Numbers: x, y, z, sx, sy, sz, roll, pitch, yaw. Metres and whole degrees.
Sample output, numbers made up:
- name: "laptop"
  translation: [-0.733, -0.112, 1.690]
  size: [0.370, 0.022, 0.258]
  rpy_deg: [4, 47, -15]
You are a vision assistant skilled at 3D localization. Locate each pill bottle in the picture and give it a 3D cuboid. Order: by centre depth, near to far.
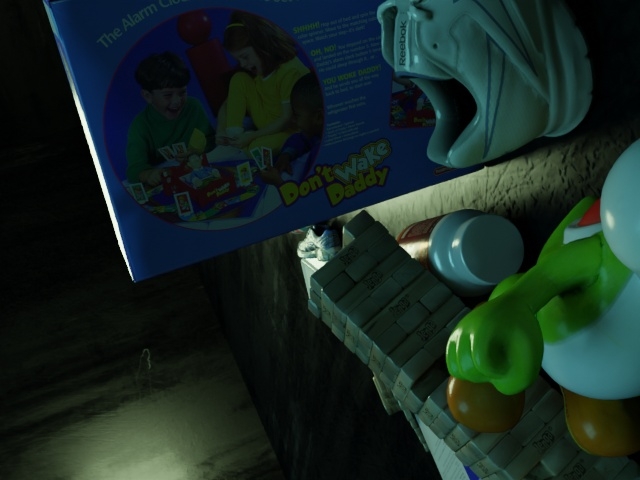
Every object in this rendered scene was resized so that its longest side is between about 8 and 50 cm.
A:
- name: "pill bottle"
  translation: [0.134, 0.014, 0.738]
  size: [0.152, 0.086, 0.086]
  rpy_deg: [159, 92, -73]

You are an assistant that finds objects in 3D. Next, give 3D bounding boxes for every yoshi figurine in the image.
- name: "yoshi figurine"
  translation: [0.200, 0.058, 0.440]
  size: [0.203, 0.204, 0.362]
  rpy_deg: [48, 153, 18]

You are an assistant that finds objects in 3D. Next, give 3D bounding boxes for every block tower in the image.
- name: "block tower"
  translation: [0.124, 0.126, 0.692]
  size: [0.335, 0.097, 0.091]
  rpy_deg: [45, 163, 17]

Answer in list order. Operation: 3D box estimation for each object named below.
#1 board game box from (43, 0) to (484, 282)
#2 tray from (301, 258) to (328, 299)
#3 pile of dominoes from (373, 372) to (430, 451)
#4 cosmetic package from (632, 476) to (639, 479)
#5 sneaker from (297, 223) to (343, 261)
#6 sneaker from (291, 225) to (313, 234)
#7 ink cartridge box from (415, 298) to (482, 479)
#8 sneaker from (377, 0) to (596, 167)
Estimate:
- name: "board game box"
  translation: [-0.030, -0.131, 0.648]
  size: [0.078, 0.347, 0.233]
  rpy_deg: [-137, 33, -59]
- name: "tray"
  translation: [0.026, 0.100, 1.263]
  size: [0.270, 0.030, 0.145]
  rpy_deg: [-145, 38, -63]
- name: "pile of dominoes"
  translation: [0.077, 0.172, 1.005]
  size: [0.251, 0.040, 0.196]
  rpy_deg: [60, -174, -53]
- name: "cosmetic package"
  translation: [0.286, 0.404, 0.568]
  size: [0.217, 0.156, 0.385]
  rpy_deg: [-138, 32, -58]
- name: "sneaker"
  translation: [0.000, 0.000, 1.221]
  size: [0.135, 0.052, 0.058]
  rpy_deg: [4, 102, 64]
- name: "sneaker"
  translation: [-0.050, -0.087, 1.262]
  size: [0.161, 0.057, 0.075]
  rpy_deg: [69, 161, -7]
- name: "ink cartridge box"
  translation: [0.167, 0.213, 0.834]
  size: [0.165, 0.065, 0.332]
  rpy_deg: [97, 157, -54]
- name: "sneaker"
  translation: [0.095, -0.181, 0.504]
  size: [0.111, 0.129, 0.297]
  rpy_deg: [27, 145, 61]
